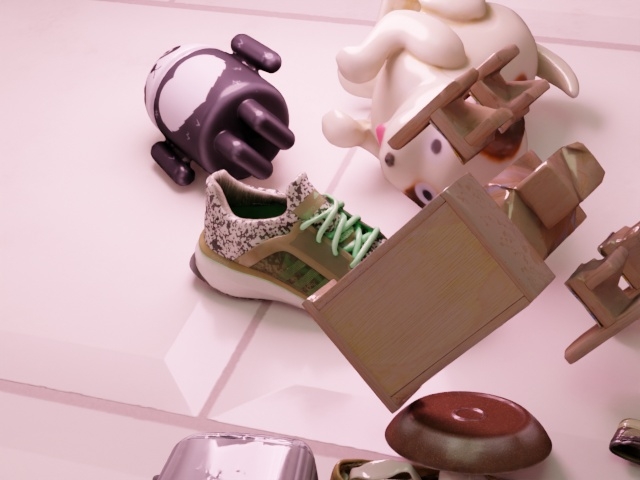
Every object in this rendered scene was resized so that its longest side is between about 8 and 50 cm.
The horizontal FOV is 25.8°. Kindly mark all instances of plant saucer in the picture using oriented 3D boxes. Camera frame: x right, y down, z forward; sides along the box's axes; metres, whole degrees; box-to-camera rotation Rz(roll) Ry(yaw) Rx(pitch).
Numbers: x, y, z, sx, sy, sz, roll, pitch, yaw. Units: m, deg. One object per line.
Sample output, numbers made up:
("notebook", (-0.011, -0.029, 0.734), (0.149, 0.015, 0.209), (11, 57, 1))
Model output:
("plant saucer", (0.175, 0.220, 1.656), (0.198, 0.036, 0.198), (1, 16, 0))

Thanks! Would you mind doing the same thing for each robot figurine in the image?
("robot figurine", (-0.161, -0.202, 2.187), (0.209, 0.173, 0.278), (-25, 42, -25))

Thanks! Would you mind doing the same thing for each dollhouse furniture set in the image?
("dollhouse furniture set", (0.200, 0.009, 1.731), (0.362, 0.256, 0.394), (51, 35, 3))

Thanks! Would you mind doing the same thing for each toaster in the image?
("toaster", (-0.089, 0.303, 1.581), (0.227, 0.129, 0.146), (0, 37, 11))

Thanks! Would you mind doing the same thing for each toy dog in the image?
("toy dog", (0.191, -0.190, 2.084), (0.395, 0.284, 0.408), (20, 37, -12))

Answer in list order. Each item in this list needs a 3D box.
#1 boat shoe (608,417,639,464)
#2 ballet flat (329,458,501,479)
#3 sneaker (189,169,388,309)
("boat shoe", (0.408, 0.254, 1.627), (0.152, 0.056, 0.049), (14, 47, 38))
("ballet flat", (0.122, 0.288, 1.608), (0.232, 0.073, 0.080), (0, 41, 9))
("sneaker", (0.000, 0.000, 1.901), (0.410, 0.182, 0.158), (10, 41, 19))
